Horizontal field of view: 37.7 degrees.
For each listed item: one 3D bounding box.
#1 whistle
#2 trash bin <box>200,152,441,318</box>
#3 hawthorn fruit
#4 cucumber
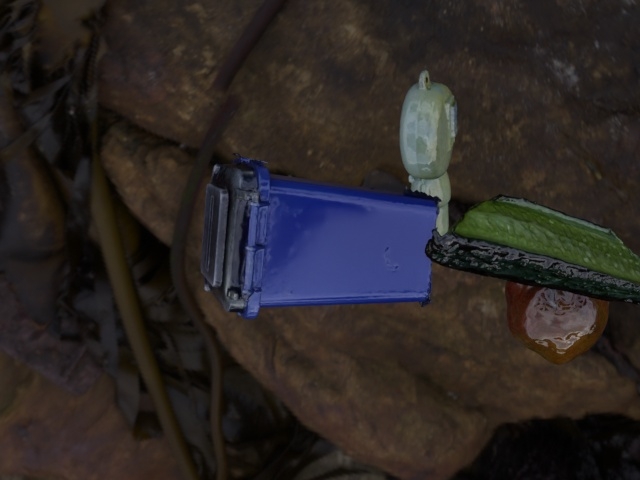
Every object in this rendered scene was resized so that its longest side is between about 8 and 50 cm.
[{"bbox_3d":[0.146,-0.100,1.231,0.067,0.126,0.258,7,122,19],"label":"whistle"},{"bbox_3d":[0.000,0.000,0.992,0.234,0.184,0.163,4,97,-16],"label":"trash bin"},{"bbox_3d":[0.469,0.145,1.881,0.208,0.208,0.248,2,139,9],"label":"hawthorn fruit"},{"bbox_3d":[0.160,0.005,0.694,0.220,0.070,0.046,14,137,-27],"label":"cucumber"}]
